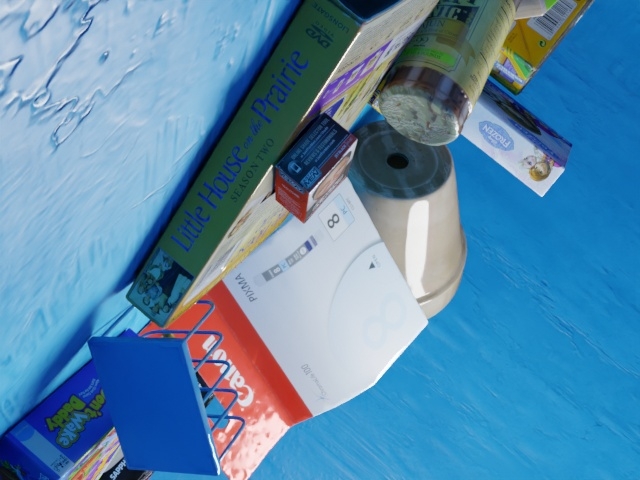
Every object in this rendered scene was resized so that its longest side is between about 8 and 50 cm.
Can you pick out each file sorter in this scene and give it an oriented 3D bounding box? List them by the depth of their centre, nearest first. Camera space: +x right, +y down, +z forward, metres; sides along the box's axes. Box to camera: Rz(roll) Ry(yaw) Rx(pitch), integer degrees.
[{"bbox_3d":[-0.164,0.162,1.181,0.104,0.118,0.170,-50,134,-56],"label":"file sorter"}]

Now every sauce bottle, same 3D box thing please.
[{"bbox_3d":[0.179,-0.278,1.270,0.344,0.111,0.111,-65,-178,-25],"label":"sauce bottle"}]

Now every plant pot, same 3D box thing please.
[{"bbox_3d":[0.118,-0.051,1.868,0.323,0.323,0.280,-48,159,-32],"label":"plant pot"}]

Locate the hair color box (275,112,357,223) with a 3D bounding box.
[{"bbox_3d":[-0.006,-0.067,1.023,0.072,0.043,0.141,-49,174,-9],"label":"hair color box"}]

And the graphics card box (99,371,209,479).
[{"bbox_3d":[-0.310,0.358,2.090,0.371,0.094,0.233,-50,176,16],"label":"graphics card box"}]

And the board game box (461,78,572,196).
[{"bbox_3d":[0.303,-0.225,1.884,0.066,0.319,0.318,-53,176,19],"label":"board game box"}]

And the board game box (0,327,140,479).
[{"bbox_3d":[-0.336,0.289,1.298,0.347,0.078,0.233,-53,175,38],"label":"board game box"}]

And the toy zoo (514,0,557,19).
[{"bbox_3d":[0.279,-0.375,1.471,0.192,0.030,0.293,1,-147,38],"label":"toy zoo"}]

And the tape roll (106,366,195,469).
[{"bbox_3d":[-0.273,0.237,1.555,0.219,0.072,0.219,-50,177,-4],"label":"tape roll"}]

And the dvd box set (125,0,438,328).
[{"bbox_3d":[-0.024,-0.121,1.105,0.420,0.062,0.307,-54,175,36],"label":"dvd box set"}]

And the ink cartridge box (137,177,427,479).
[{"bbox_3d":[-0.043,0.127,1.495,0.091,0.308,0.385,9,-133,49],"label":"ink cartridge box"}]

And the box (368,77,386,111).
[{"bbox_3d":[0.068,-0.204,1.345,0.054,0.059,0.169,-53,176,8],"label":"box"}]

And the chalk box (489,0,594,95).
[{"bbox_3d":[0.320,-0.372,1.741,0.180,0.179,0.289,-51,177,0],"label":"chalk box"}]
